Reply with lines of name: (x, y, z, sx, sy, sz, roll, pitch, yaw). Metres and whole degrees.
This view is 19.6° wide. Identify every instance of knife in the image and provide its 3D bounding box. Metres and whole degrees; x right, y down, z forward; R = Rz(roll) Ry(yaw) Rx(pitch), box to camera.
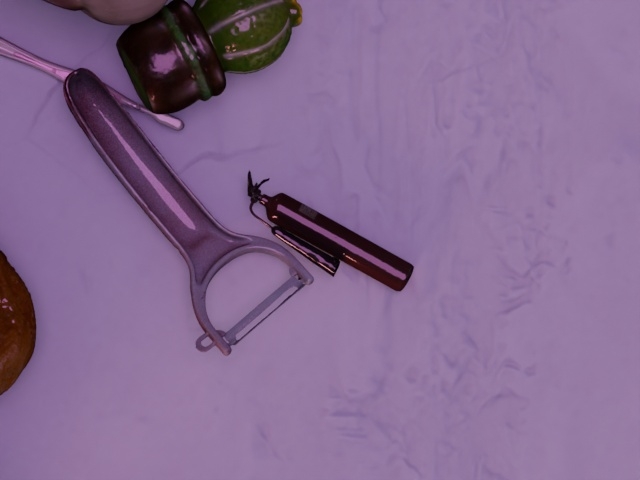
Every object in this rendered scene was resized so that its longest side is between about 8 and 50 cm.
knife: (-0.141, -0.030, 1.635, 0.123, 0.053, 0.278, -40, 91, -24)

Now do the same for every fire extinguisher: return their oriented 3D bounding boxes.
fire extinguisher: (0.000, 0.000, 1.659, 0.173, 0.035, 0.049, 29, 82, -3)

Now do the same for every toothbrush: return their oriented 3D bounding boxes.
toothbrush: (-0.215, -0.143, 1.654, 0.204, 0.022, 0.017, 24, 88, -3)

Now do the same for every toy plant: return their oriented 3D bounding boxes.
toy plant: (-0.093, -0.179, 1.635, 0.162, 0.093, 0.092, -28, 90, -10)

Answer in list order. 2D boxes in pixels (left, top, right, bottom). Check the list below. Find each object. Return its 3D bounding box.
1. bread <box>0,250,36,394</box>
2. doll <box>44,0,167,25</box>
bread: (-0.369, -0.011, 1.600, 0.124, 0.084, 0.344, -35, 90, -29)
doll: (-0.257, -0.307, 1.559, 0.370, 0.226, 0.215, 7, 75, 0)
